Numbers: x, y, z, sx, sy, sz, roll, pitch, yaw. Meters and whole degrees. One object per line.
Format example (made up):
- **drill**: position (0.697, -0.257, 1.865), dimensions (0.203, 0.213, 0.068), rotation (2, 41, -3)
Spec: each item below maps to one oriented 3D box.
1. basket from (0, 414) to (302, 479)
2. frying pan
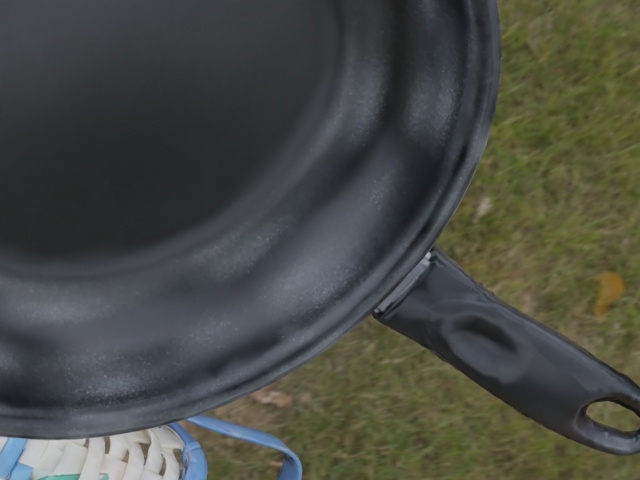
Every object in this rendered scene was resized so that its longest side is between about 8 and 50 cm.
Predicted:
- **basket**: position (-0.174, 0.217, 1.085), dimensions (0.289, 0.201, 0.255), rotation (28, 94, -43)
- **frying pan**: position (0.009, -0.024, 0.436), dimensions (0.326, 0.197, 0.053), rotation (4, 35, -32)
